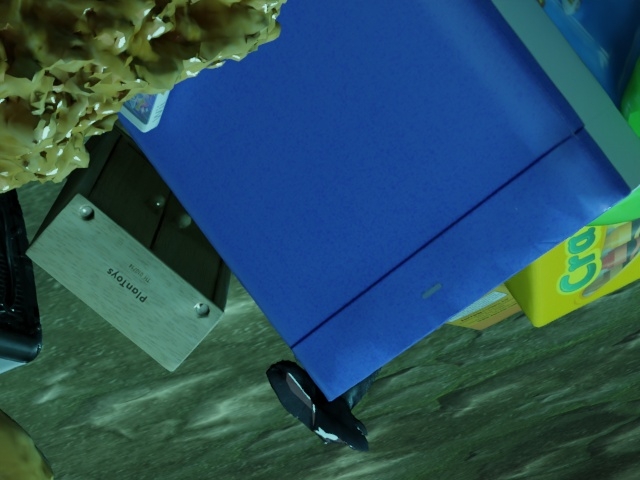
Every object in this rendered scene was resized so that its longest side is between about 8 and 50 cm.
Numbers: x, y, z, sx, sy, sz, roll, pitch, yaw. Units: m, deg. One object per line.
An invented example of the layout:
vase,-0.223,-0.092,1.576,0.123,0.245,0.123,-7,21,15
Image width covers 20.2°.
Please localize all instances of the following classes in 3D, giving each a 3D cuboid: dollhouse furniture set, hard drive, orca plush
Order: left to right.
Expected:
hard drive,-0.030,-0.104,0.738,0.040,0.318,0.210,-35,177,-41
dollhouse furniture set,-0.016,-0.123,0.998,0.355,0.303,0.174,-49,-169,12
orca plush,0.000,0.000,1.160,0.151,0.287,0.102,23,120,-4

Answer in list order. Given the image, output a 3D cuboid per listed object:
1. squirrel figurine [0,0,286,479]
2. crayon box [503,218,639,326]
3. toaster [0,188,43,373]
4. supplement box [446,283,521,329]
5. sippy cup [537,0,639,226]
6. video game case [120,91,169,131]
squirrel figurine,-0.193,-0.074,0.604,0.397,0.370,0.281,-29,155,34
crayon box,0.210,-0.070,1.143,0.323,0.083,0.203,-25,145,-9
toaster,-0.252,0.000,1.058,0.110,0.168,0.186,-25,156,24
supplement box,0.089,0.015,1.464,0.080,0.078,0.233,-28,157,32
sippy cup,0.149,-0.170,0.747,0.305,0.224,0.240,-37,159,-19
video game case,-0.085,-0.113,0.743,0.011,0.087,0.122,-35,160,-40
